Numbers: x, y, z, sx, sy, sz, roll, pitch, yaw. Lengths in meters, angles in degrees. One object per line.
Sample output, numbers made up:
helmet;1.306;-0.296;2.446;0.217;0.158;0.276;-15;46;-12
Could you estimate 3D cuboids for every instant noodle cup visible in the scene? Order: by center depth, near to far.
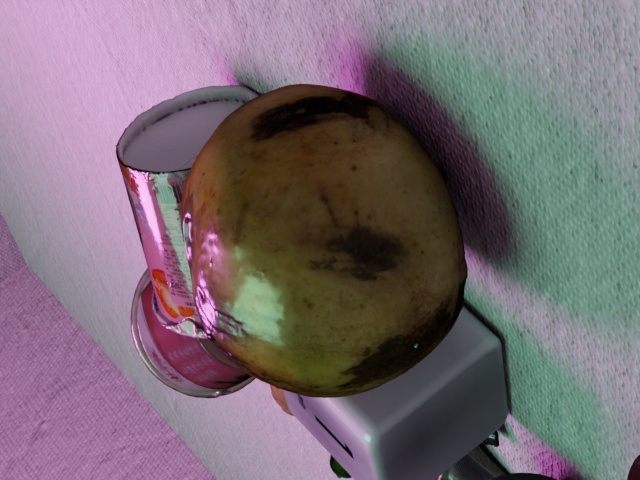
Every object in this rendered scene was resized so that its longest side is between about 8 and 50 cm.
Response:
instant noodle cup;-0.125;-0.041;2.024;0.243;0.243;0.231;33;148;51
instant noodle cup;-0.135;0.105;2.394;0.235;0.235;0.178;56;154;-8

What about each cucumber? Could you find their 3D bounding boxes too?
cucumber;0.045;0.336;2.647;0.056;0.056;0.250;48;162;18

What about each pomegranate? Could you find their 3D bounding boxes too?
pomegranate;0.000;0.000;1.648;0.322;0.322;0.322;48;163;19

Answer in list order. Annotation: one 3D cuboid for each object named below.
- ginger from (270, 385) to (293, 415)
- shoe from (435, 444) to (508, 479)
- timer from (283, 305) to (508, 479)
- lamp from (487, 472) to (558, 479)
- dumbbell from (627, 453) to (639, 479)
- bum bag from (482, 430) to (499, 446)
ginger;0.003;0.158;2.245;0.267;0.138;0.152;91;156;-46
shoe;0.188;0.303;2.120;0.194;0.077;0.074;53;164;4
timer;0.079;0.155;1.902;0.195;0.192;0.194;44;162;32
lamp;0.281;0.402;1.895;0.314;0.182;0.182;44;162;14
dumbbell;0.280;0.308;1.593;0.124;0.225;0.140;49;166;21
bum bag;0.184;0.223;2.041;0.058;0.034;0.124;70;162;-6
